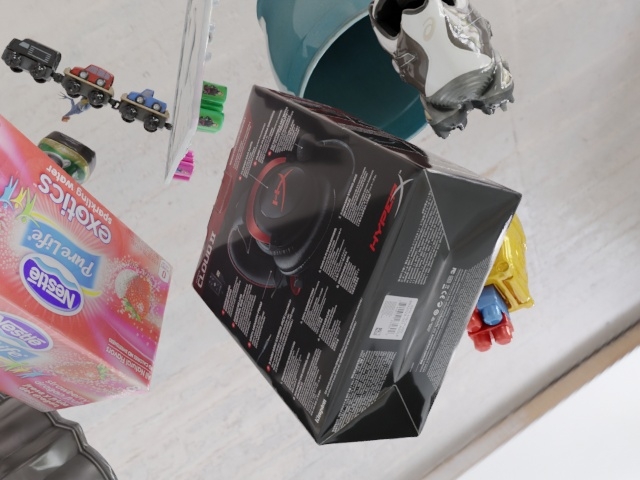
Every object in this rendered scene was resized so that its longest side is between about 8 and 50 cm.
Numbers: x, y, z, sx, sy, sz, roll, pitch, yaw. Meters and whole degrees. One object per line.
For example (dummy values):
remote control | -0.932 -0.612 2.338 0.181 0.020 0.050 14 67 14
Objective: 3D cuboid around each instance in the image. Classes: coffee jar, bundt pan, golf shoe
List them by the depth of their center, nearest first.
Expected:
golf shoe | 0.076 -0.152 0.462 0.077 0.198 0.094 -32 118 12
bundt pan | -0.363 0.331 0.722 0.124 0.330 0.331 -26 141 -63
coffee jar | -0.454 -0.096 1.098 0.096 0.184 0.079 28 144 0

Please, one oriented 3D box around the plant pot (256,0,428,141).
plant pot | 0.035 -0.301 1.001 0.271 0.255 0.272 -21 144 -16

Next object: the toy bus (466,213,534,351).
toy bus | 0.201 0.069 0.987 0.220 0.211 0.149 -21 138 24

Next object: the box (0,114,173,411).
box | -0.284 0.025 0.599 0.142 0.154 0.300 -14 140 21

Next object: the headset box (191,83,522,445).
headset box | 0.000 0.000 0.592 0.110 0.293 0.218 9 107 -36

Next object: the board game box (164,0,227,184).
board game box | -0.196 -0.316 1.112 0.050 0.390 0.390 8 80 -18

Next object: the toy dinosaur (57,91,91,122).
toy dinosaur | -0.442 -0.244 1.239 0.082 0.047 0.090 -50 150 -3

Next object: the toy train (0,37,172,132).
toy train | -0.207 -0.142 0.609 0.158 0.027 0.036 24 84 -13
